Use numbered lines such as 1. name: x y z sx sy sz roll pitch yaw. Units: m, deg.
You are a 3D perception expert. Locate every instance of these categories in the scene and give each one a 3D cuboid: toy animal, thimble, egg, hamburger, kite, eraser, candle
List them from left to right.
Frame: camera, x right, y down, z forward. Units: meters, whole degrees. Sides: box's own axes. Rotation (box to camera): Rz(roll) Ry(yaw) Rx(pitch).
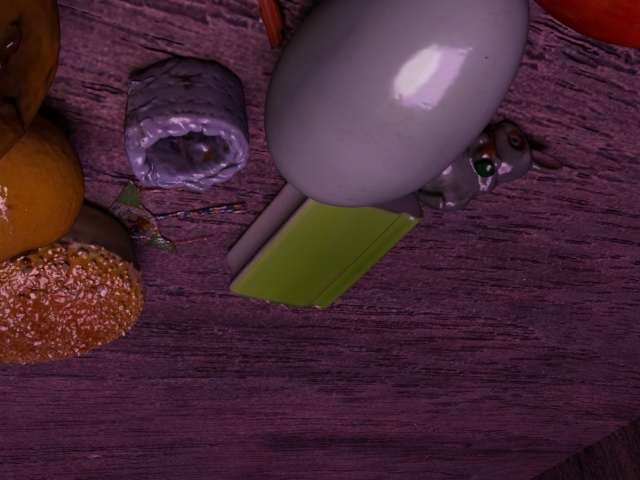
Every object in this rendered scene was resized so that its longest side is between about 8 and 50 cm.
1. hamburger: -0.408 0.072 1.024 0.301 0.170 0.302 -5 143 -4
2. kite: -0.235 -0.039 1.064 0.244 0.006 0.198 -11 144 0
3. thimble: -0.165 -0.141 0.852 0.151 0.118 0.127 -6 146 -7
4. candle: -0.066 -0.286 0.762 0.026 0.021 0.167 -22 143 -2
5. eraser: 0.000 0.000 1.111 0.210 0.092 0.274 13 136 -31
6. egg: 0.074 -0.172 0.761 0.229 0.230 0.371 12 150 -28
7. toy animal: 0.241 -0.121 1.019 0.236 0.138 0.108 -22 108 -24

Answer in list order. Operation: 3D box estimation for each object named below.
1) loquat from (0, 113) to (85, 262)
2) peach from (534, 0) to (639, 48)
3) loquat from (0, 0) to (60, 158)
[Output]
1. loquat: -0.391 -0.065 0.821 0.208 0.208 0.208 -7 144 -5
2. peach: 0.280 -0.338 0.503 0.388 0.388 0.388 -7 144 -5
3. loquat: -0.408 -0.197 0.576 0.359 0.328 0.328 32 141 10
